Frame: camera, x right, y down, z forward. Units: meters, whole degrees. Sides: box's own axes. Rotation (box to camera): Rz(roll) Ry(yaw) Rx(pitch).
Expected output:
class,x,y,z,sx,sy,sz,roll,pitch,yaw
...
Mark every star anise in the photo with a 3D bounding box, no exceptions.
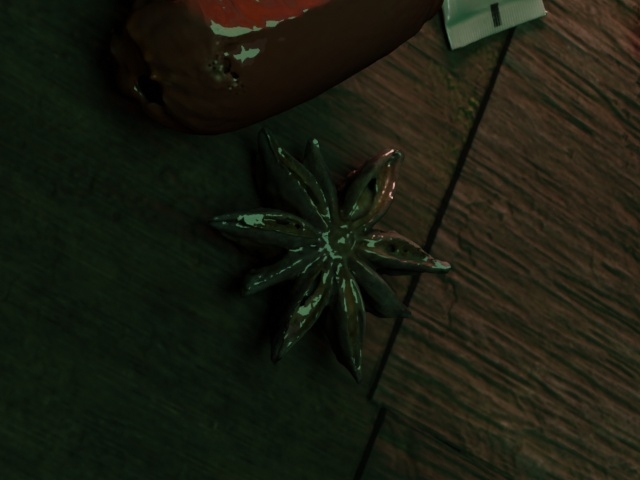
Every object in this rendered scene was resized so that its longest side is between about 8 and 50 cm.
class,x,y,z,sx,sy,sz,roll,pitch,yaw
star anise,0.000,0.000,1.438,0.182,0.065,0.195,49,66,-17

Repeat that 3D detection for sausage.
class,x,y,z,sx,sy,sz,roll,pitch,yaw
sausage,-0.022,-0.175,1.384,0.279,0.152,0.152,-31,104,-30

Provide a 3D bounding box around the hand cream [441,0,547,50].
class,x,y,z,sx,sy,sz,roll,pitch,yaw
hand cream,0.108,-0.319,1.546,0.109,0.067,0.321,-24,104,-35
